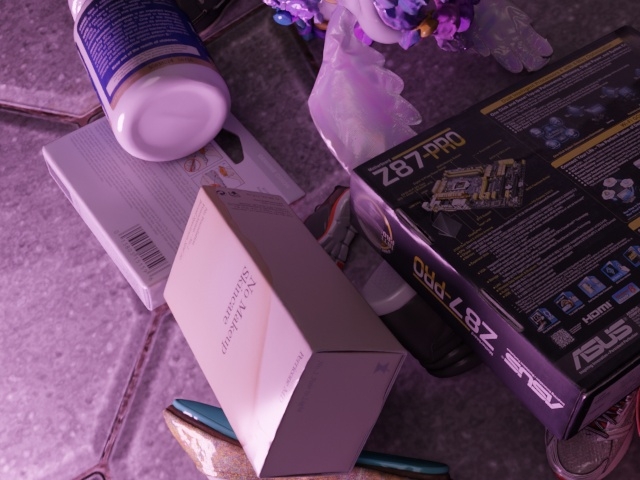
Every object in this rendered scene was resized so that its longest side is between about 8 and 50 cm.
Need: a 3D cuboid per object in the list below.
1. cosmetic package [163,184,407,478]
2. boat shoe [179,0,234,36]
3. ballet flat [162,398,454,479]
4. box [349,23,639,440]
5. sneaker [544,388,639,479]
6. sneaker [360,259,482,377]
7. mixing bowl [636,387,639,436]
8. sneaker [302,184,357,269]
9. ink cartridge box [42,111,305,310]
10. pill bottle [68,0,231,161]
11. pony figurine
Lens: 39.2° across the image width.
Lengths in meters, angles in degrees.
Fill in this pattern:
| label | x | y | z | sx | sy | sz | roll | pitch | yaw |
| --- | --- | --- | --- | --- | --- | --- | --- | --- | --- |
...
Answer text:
| label | x | y | z | sx | sy | sz | roll | pitch | yaw |
| --- | --- | --- | --- | --- | --- | --- | --- | --- | --- |
| cosmetic package | -0.052 | 0.085 | 0.955 | 0.309 | 0.113 | 0.160 | 50 | 126 | 49 |
| boat shoe | -0.153 | -0.357 | 1.261 | 0.206 | 0.065 | 0.075 | -36 | 67 | 5 |
| ballet flat | -0.029 | 0.262 | 0.974 | 0.348 | 0.123 | 0.123 | 10 | 74 | 20 |
| box | 0.275 | -0.035 | 0.886 | 0.394 | 0.097 | 0.318 | -29 | 57 | -22 |
| sneaker | 0.292 | 0.142 | 0.917 | 0.088 | 0.093 | 0.225 | 23 | 80 | 24 |
| sneaker | 0.172 | 0.031 | 1.004 | 0.296 | 0.147 | 0.104 | -45 | 22 | -31 |
| mixing bowl | 0.394 | 0.177 | 0.863 | 0.181 | 0.098 | 0.182 | -4 | 70 | 12 |
| sneaker | 0.000 | 0.000 | 1.097 | 0.158 | 0.061 | 0.065 | -53 | 37 | -6 |
| ink cartridge box | -0.193 | -0.075 | 1.180 | 0.238 | 0.060 | 0.275 | -30 | 61 | -21 |
| pill bottle | -0.231 | -0.243 | 1.167 | 0.153 | 0.153 | 0.265 | -32 | 60 | 5 |
| pony figurine | 0.072 | -0.274 | 1.038 | 0.303 | 0.363 | 0.351 | -42 | 79 | -8 |
